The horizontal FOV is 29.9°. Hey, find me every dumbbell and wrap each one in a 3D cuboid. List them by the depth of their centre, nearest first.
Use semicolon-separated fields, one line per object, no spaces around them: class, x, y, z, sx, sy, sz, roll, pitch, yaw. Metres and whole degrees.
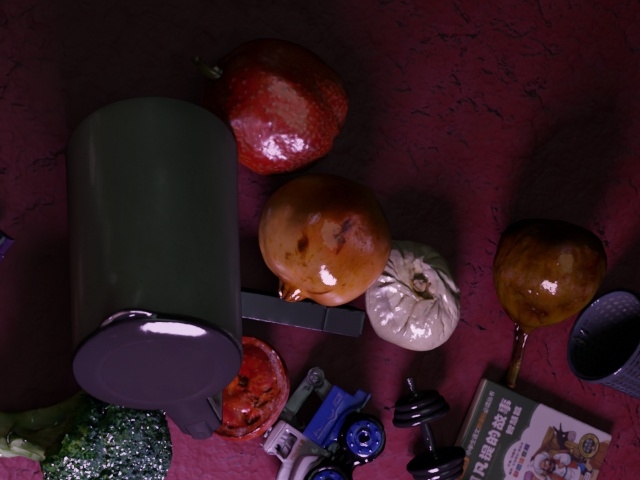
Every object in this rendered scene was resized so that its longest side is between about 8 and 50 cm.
dumbbell;0.175;0.319;1.929;0.099;0.099;0.209;-19;95;-17

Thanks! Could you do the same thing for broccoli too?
broccoli;-0.340;0.298;1.724;0.269;0.269;0.254;44;34;-12

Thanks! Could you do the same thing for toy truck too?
toy truck;-0.001;0.316;1.859;0.177;0.161;0.213;34;79;6

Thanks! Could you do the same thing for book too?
book;0.348;0.373;2.021;0.264;0.027;0.202;26;82;-16

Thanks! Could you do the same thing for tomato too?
tomato;-0.114;0.231;1.838;0.139;0.091;0.159;32;85;19

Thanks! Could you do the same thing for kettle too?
kettle;-0.217;0.053;1.679;0.249;0.361;0.377;-11;52;4

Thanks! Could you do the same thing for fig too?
fig;0.340;0.092;1.959;0.190;0.190;0.290;34;96;-14

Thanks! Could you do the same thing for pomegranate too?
pomegranate;0.005;-0.004;1.828;0.209;0.209;0.209;0;89;-18

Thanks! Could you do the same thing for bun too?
bun;0.150;0.088;1.919;0.164;0.111;0.188;-13;96;-15

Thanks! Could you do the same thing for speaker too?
speaker;-0.046;0.110;1.870;0.218;0.082;0.044;10;91;-18

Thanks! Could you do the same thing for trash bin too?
trash bin;0.532;0.190;2.023;0.161;0.175;0.175;31;80;-27

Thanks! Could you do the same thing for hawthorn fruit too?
hawthorn fruit;-0.086;-0.213;1.807;0.253;0.205;0.205;33;80;-14

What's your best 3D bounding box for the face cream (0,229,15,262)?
face cream;-0.536;0.097;1.716;0.078;0.078;0.273;40;78;-13
